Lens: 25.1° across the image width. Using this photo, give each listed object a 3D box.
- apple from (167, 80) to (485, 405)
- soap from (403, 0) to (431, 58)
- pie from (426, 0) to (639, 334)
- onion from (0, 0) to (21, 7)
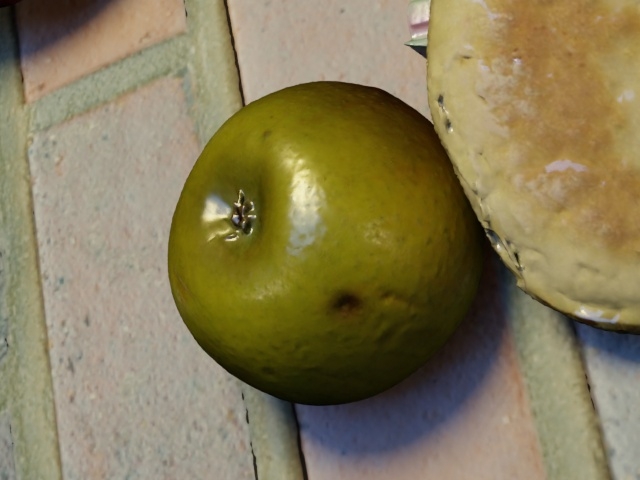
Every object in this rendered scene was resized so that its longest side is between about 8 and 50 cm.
[{"bbox_3d":[0.000,0.000,0.860,0.196,0.157,0.196,-13,69,36],"label":"apple"},{"bbox_3d":[0.127,-0.158,0.889,0.149,0.056,0.100,-12,71,26],"label":"soap"},{"bbox_3d":[0.193,-0.094,0.744,0.337,0.075,0.337,11,115,24],"label":"pie"},{"bbox_3d":[-0.257,-0.294,1.056,0.252,0.219,0.252,-11,63,22],"label":"onion"}]
